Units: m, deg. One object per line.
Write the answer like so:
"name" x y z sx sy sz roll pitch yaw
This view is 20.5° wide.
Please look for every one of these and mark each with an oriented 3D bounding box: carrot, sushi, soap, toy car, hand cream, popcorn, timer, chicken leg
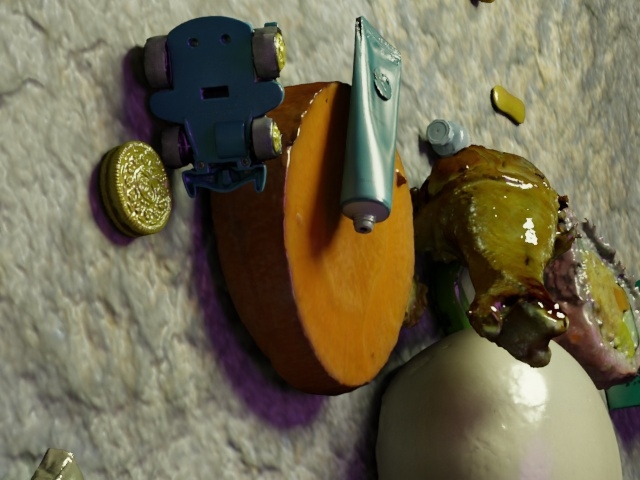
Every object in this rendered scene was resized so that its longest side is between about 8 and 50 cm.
"carrot" 0.000 0.000 1.724 0.258 0.100 0.307 -20 99 -57
"sushi" 0.323 0.086 2.240 0.241 0.107 0.161 53 39 -26
"soap" 0.243 -0.174 2.267 0.089 0.012 0.034 23 62 -55
"toy car" -0.084 -0.125 1.608 0.098 0.126 0.161 -41 124 -75
"hand cream" 0.174 -0.104 2.105 0.171 0.043 0.065 30 58 -58
"popcorn" 0.080 0.055 1.887 0.082 0.057 0.083 50 45 -31
"hand cream" 0.050 -0.107 1.705 0.083 0.048 0.224 37 49 -46
"timer" 0.174 0.070 2.050 0.128 0.047 0.140 -54 127 -53
"chicken leg" 0.168 -0.006 1.890 0.361 0.212 0.140 -67 164 -65

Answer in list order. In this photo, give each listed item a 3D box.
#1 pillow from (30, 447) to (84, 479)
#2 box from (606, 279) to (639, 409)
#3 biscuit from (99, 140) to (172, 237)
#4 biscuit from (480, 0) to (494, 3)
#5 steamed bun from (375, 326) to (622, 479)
"pillow" -0.198 0.274 1.359 0.119 0.053 0.208 -38 118 -54
"box" 0.476 0.138 2.499 0.245 0.092 0.153 -17 96 -60
"biscuit" -0.160 -0.045 1.539 0.084 0.023 0.084 27 58 -53
"biscuit" 0.188 -0.410 2.215 0.183 0.039 0.174 48 44 -44
"steamed bun" 0.207 0.250 1.902 0.324 0.206 0.324 21 66 -56
